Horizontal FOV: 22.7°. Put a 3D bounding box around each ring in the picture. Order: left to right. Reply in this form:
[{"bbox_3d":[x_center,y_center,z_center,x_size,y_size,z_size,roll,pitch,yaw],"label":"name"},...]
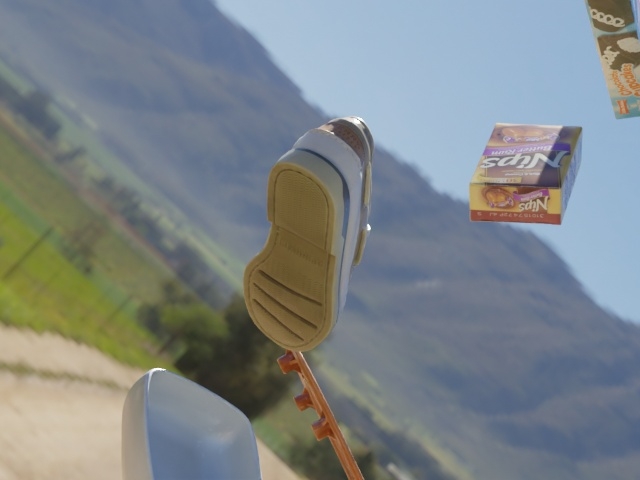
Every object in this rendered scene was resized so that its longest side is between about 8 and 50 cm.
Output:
[{"bbox_3d":[0.023,0.270,1.927,0.336,0.032,0.336,63,-4,7],"label":"ring"}]

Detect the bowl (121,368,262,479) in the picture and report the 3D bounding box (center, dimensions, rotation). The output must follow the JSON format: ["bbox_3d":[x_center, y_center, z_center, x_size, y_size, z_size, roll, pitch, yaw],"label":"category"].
[{"bbox_3d":[-0.111,0.187,1.300,0.142,0.053,0.142,35,38,-43],"label":"bowl"}]

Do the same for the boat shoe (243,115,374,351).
[{"bbox_3d":[0.000,0.000,1.591,0.113,0.103,0.302,34,-35,12],"label":"boat shoe"}]

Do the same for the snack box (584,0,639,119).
[{"bbox_3d":[0.385,-0.315,2.077,0.322,0.060,0.187,55,32,-60],"label":"snack box"}]

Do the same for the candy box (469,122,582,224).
[{"bbox_3d":[0.247,-0.082,1.902,0.186,0.109,0.053,-61,150,-58],"label":"candy box"}]
